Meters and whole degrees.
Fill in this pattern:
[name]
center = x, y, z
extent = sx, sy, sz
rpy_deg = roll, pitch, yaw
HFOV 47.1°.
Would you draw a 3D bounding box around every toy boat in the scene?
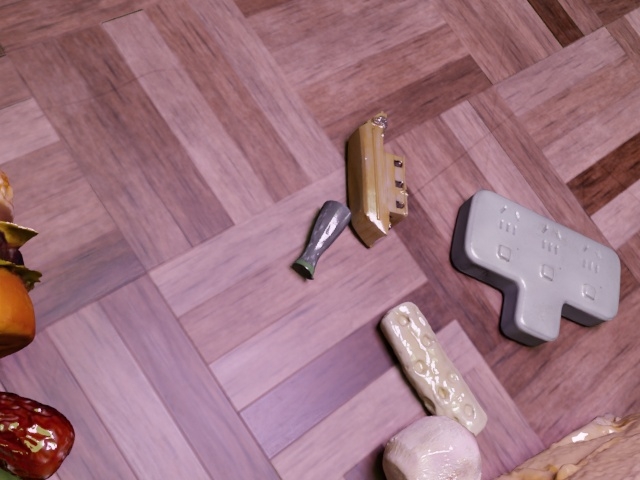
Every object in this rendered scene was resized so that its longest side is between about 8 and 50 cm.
[toy boat]
center = 0.082, -0.089, 1.032
extent = 0.077, 0.057, 0.200
rpy_deg = 10, 65, -24

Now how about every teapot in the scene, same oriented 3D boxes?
[teapot]
center = 0.000, 0.000, 0.969
extent = 0.043, 0.043, 0.111
rpy_deg = 33, 62, -7

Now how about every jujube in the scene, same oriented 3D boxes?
[jujube]
center = -0.315, 0.194, 0.742
extent = 0.129, 0.077, 0.077
rpy_deg = 20, 62, -2

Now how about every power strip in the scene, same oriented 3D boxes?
[power strip]
center = 0.313, 0.056, 1.065
extent = 0.265, 0.059, 0.194
rpy_deg = 23, 62, -13

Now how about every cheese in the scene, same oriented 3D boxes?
[cheese]
center = 0.144, 0.171, 0.955
extent = 0.065, 0.043, 0.194
rpy_deg = -25, 81, -30

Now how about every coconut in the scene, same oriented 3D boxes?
[coconut]
center = 0.141, 0.266, 0.880
extent = 0.124, 0.110, 0.110
rpy_deg = -23, 79, -23

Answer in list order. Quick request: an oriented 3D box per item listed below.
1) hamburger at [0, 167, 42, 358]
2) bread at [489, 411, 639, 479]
[hamburger]
center = -0.406, 0.013, 0.660
extent = 0.291, 0.291, 0.225
rpy_deg = -5, 74, -24
[bread]
center = 0.372, 0.402, 0.812
extent = 0.390, 0.279, 0.371
rpy_deg = -21, 84, -29
